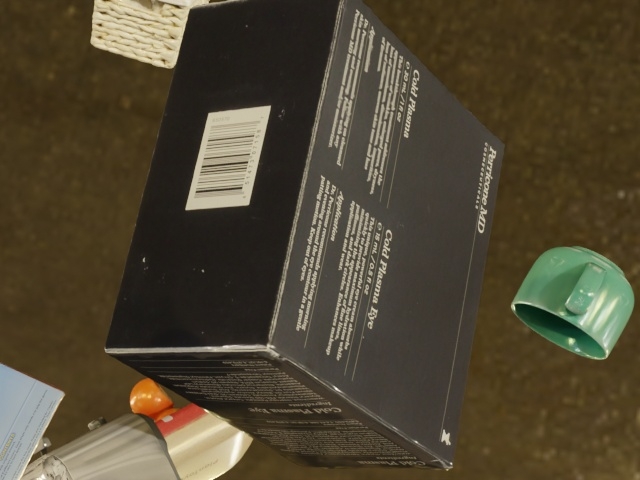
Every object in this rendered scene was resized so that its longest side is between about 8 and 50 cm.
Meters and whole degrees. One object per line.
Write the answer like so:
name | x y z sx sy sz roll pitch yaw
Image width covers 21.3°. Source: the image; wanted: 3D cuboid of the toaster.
toaster | -0.211 0.292 1.698 0.146 0.227 0.129 -16 167 -43

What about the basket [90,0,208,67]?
basket | -0.190 -0.279 1.946 0.113 0.167 0.103 17 117 3

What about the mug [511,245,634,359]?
mug | 0.311 0.067 1.997 0.129 0.097 0.158 38 165 -26

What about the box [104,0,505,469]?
box | 0.000 0.000 1.539 0.179 0.343 0.312 -4 153 34

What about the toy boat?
toy boat | -0.193 0.241 2.229 0.151 0.231 0.151 50 148 23

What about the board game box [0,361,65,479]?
board game box | -0.315 0.221 1.332 0.027 0.281 0.145 23 172 35
